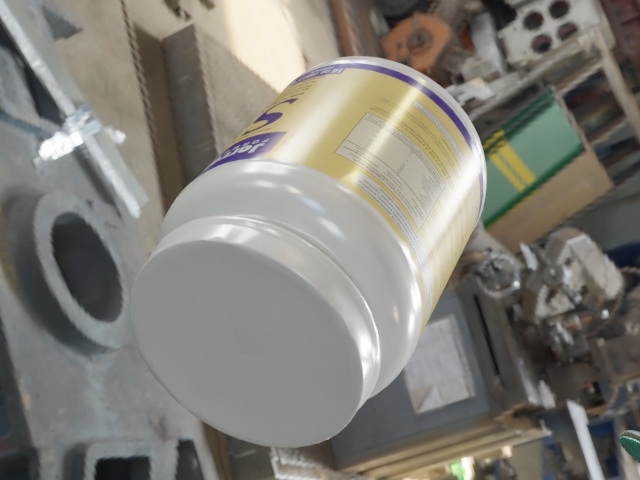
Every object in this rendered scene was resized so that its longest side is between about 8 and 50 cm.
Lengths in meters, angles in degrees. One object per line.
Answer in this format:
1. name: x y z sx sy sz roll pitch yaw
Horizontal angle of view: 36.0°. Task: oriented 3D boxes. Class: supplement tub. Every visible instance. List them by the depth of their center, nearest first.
1. supplement tub: 0.000 0.000 0.892 0.241 0.241 0.331 61 35 -19

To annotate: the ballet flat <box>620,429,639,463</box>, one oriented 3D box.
1. ballet flat: 0.509 0.313 1.376 0.188 0.070 0.070 37 -6 44
